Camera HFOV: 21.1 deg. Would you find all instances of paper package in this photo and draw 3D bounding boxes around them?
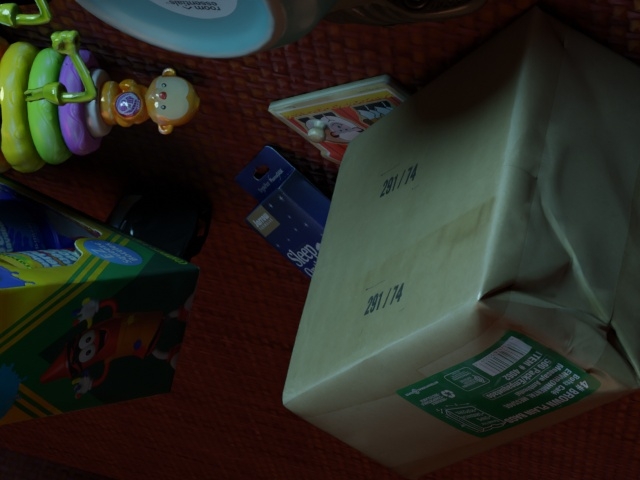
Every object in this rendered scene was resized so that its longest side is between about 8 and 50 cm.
[{"bbox_3d":[0.135,0.012,1.462,0.168,0.309,0.325,27,148,-21],"label":"paper package"}]

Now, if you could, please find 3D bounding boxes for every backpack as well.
[{"bbox_3d":[-0.205,0.012,2.015,0.115,0.152,0.182,27,170,-8],"label":"backpack"}]

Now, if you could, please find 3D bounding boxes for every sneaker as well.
[{"bbox_3d":[0.066,-0.204,1.381,0.188,0.066,0.071,9,174,35],"label":"sneaker"}]

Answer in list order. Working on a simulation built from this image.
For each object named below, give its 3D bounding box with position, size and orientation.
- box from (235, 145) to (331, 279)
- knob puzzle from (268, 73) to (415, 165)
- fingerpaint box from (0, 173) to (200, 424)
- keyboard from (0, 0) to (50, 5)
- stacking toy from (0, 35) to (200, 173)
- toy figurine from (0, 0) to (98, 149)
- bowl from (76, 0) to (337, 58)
[{"bbox_3d":[0.000,0.000,1.844,0.225,0.036,0.136,42,157,-4],"label":"box"},{"bbox_3d":[0.068,-0.088,1.682,0.213,0.030,0.213,15,158,6],"label":"knob puzzle"},{"bbox_3d":[-0.419,0.029,1.824,0.445,0.163,0.371,24,-164,32],"label":"fingerpaint box"},{"bbox_3d":[-0.353,-0.247,1.646,0.192,0.038,0.100,0,175,37],"label":"keyboard"},{"bbox_3d":[-0.267,-0.133,1.703,0.302,0.175,0.166,0,165,11],"label":"stacking toy"},{"bbox_3d":[-0.304,-0.259,1.364,0.191,0.217,0.362,-25,109,17],"label":"toy figurine"},{"bbox_3d":[-0.090,-0.246,1.245,0.311,0.163,0.311,16,158,7],"label":"bowl"}]
